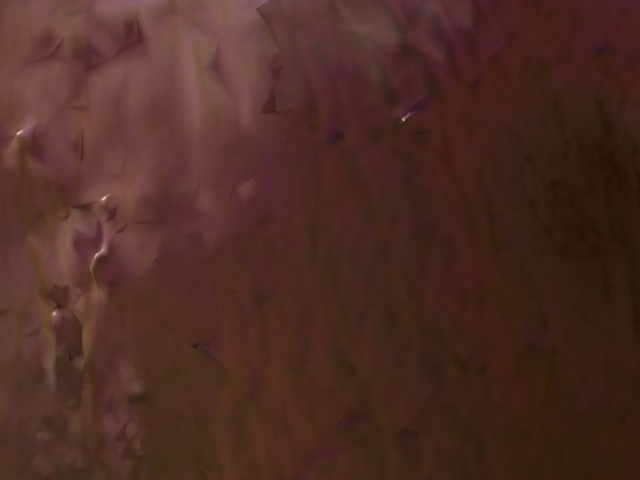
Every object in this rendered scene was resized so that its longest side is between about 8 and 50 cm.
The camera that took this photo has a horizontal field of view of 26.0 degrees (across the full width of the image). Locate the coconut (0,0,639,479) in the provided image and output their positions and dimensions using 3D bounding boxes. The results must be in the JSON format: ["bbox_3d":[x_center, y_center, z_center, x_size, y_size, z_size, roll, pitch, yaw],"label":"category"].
[{"bbox_3d":[0.000,0.000,0.507,0.405,0.404,0.404,-9,8,1],"label":"coconut"}]
